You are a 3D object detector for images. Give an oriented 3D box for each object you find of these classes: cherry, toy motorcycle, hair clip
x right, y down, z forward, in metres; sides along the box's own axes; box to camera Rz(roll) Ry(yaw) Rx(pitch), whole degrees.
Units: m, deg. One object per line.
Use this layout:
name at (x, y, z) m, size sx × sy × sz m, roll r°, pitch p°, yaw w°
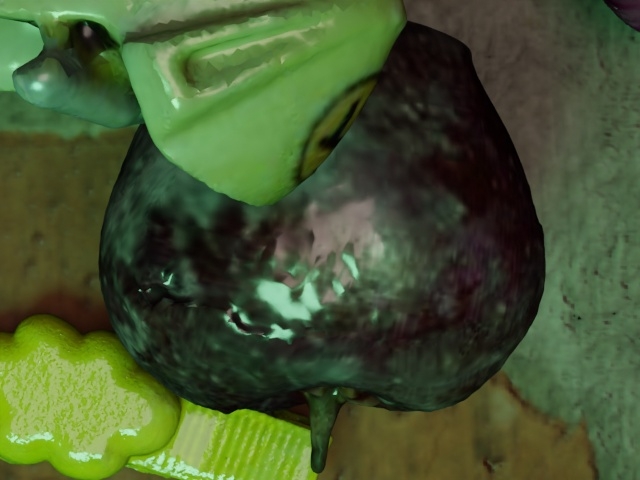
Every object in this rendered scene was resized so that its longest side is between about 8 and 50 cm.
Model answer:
cherry at (-0.001, -0.010, 0.687) m, size 0.195 × 0.195 × 0.195 m, roll 0°, pitch 89°, yaw -11°
toy motorcycle at (-0.138, -0.116, 0.577) m, size 0.410 × 0.169 × 0.236 m, roll -7°, pitch 93°, yaw 17°
hair clip at (-0.084, 0.086, 0.731) m, size 0.173 × 0.046 × 0.072 m, roll 21°, pitch 81°, yaw -8°

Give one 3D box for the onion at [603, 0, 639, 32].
onion at (0.169, -0.155, 0.768) m, size 0.104 × 0.115 × 0.115 m, roll 16°, pitch 84°, yaw 34°
